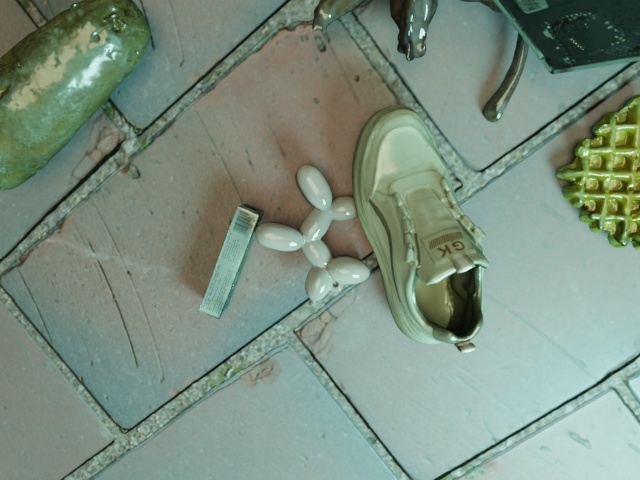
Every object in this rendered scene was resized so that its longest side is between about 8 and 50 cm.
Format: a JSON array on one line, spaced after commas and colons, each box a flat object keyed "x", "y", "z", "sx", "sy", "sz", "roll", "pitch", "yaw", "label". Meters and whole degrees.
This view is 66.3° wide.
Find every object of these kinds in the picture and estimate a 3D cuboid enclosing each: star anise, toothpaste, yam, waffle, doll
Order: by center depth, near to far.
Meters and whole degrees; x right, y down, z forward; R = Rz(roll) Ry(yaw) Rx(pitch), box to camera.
[{"x": 0.103, "y": -0.332, "z": 0.560, "sx": 0.315, "sy": 0.139, "sz": 0.360, "roll": 7, "pitch": 114, "yaw": 1, "label": "star anise"}, {"x": 0.400, "y": -0.085, "z": 0.608, "sx": 0.183, "sy": 0.036, "sz": 0.169, "roll": -40, "pitch": 91, "yaw": 10, "label": "waffle"}, {"x": -0.360, "y": -0.196, "z": 0.644, "sx": 0.330, "sy": 0.133, "sz": 0.133, "roll": -40, "pitch": 93, "yaw": 7, "label": "yam"}, {"x": 0.000, "y": 0.000, "z": 0.657, "sx": 0.160, "sy": 0.059, "sz": 0.161, "roll": 34, "pitch": 88, "yaw": -8, "label": "doll"}, {"x": -0.124, "y": 0.028, "z": 0.688, "sx": 0.034, "sy": 0.046, "sz": 0.164, "roll": 23, "pitch": 102, "yaw": 1, "label": "toothpaste"}]

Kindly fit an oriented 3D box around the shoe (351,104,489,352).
[{"x": 0.130, "y": -0.005, "z": 0.584, "sx": 0.124, "sy": 0.159, "sz": 0.317, "roll": -18, "pitch": 103, "yaw": -8, "label": "shoe"}]

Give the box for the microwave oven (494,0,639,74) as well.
[{"x": 0.250, "y": -0.334, "z": 0.433, "sx": 0.295, "sy": 0.181, "sz": 0.238, "roll": 35, "pitch": 84, "yaw": -26, "label": "microwave oven"}]
